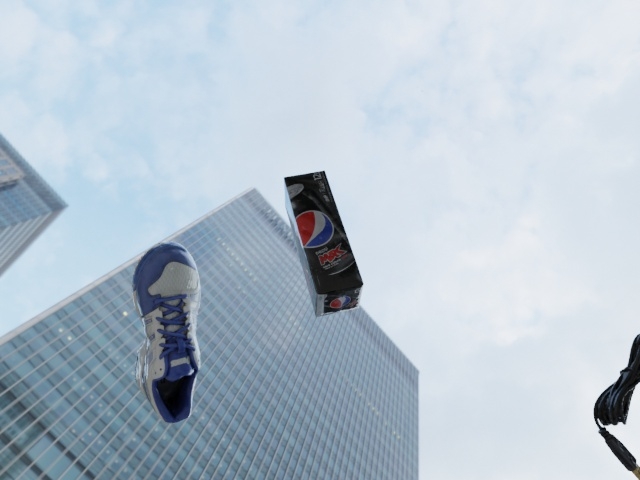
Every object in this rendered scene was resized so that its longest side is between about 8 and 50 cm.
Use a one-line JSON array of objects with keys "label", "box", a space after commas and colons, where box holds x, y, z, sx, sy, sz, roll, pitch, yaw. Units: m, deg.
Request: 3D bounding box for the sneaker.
[{"label": "sneaker", "box": [-0.226, 0.149, 0.886, 0.112, 0.131, 0.296, -9, -61, -30]}]

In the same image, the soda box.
[{"label": "soda box", "box": [0.000, 0.000, 0.659, 0.053, 0.168, 0.060, -11, -34, -10]}]

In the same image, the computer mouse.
[{"label": "computer mouse", "box": [0.492, 0.265, 0.752, 0.184, 0.060, 0.262, -42, -89, -19]}]
